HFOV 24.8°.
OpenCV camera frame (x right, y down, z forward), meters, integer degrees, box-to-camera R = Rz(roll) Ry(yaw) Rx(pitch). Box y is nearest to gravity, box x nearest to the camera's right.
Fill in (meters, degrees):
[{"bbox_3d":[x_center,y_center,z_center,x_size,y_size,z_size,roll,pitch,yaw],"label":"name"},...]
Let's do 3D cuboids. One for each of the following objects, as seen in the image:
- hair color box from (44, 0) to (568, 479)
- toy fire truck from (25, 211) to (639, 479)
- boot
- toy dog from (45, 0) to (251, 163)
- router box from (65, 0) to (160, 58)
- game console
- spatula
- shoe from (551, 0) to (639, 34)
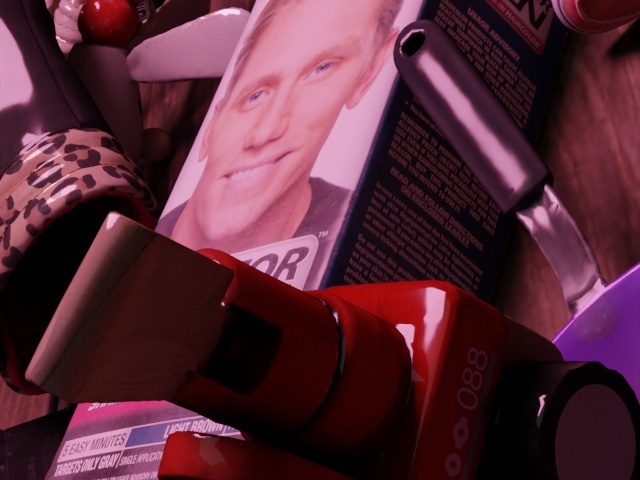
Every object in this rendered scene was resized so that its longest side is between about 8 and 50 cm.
[{"bbox_3d":[0.000,0.000,0.746,0.174,0.105,0.347,-16,44,46],"label":"hair color box"},{"bbox_3d":[-0.020,0.096,0.424,0.158,0.246,0.217,-5,63,49],"label":"toy fire truck"},{"bbox_3d":[-0.240,-0.010,1.006,0.284,0.138,0.377,56,132,33],"label":"boot"},{"bbox_3d":[-0.087,-0.205,1.066,0.333,0.161,0.220,-64,26,27],"label":"toy dog"},{"bbox_3d":[-0.203,-0.215,1.253,0.046,0.133,0.179,-21,13,-32],"label":"router box"},{"bbox_3d":[-0.169,0.171,0.888,0.107,0.071,0.122,-19,33,-3],"label":"game console"},{"bbox_3d":[0.090,-0.006,0.581,0.084,0.030,0.296,-44,40,14],"label":"spatula"},{"bbox_3d":[0.189,-0.152,0.689,0.178,0.063,0.081,-37,27,16],"label":"shoe"}]
